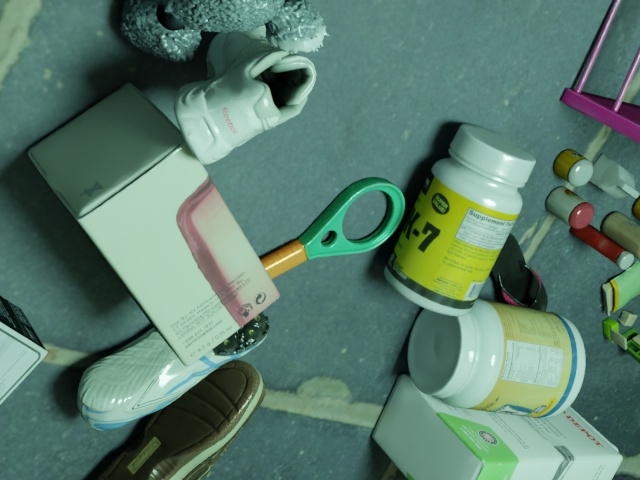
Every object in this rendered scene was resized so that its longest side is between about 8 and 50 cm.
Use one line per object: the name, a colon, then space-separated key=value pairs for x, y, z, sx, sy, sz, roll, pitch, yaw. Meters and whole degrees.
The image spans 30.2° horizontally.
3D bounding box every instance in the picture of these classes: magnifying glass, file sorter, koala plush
magnifying glass: x=0.000 y=0.000 z=1.388 sx=0.231 sy=0.026 sz=0.092 roll=-27 pitch=131 yaw=-16
file sorter: x=0.484 y=-0.182 z=1.419 sx=0.202 sy=0.290 sz=0.182 roll=7 pitch=112 yaw=-37
koala plush: x=-0.096 y=-0.252 z=1.019 sx=0.203 sy=0.221 sz=0.196 roll=-44 pitch=133 yaw=-2

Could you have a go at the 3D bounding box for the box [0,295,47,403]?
box: x=-0.422 y=0.081 z=1.109 sx=0.169 sy=0.087 sz=0.290 roll=-46 pitch=133 yaw=0

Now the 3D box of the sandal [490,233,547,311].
sandal: x=0.266 y=0.058 z=1.596 sx=0.067 sy=0.040 sz=0.179 roll=-40 pitch=133 yaw=-5

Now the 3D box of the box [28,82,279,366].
box: x=-0.162 y=-0.014 z=1.182 sx=0.127 sy=0.148 sz=0.232 roll=-36 pitch=133 yaw=-9

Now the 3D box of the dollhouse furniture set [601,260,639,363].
dollhouse furniture set: x=0.465 y=0.114 z=1.758 sx=0.076 sy=0.058 sz=0.152 roll=-29 pitch=131 yaw=-16

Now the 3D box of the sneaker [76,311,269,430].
sneaker: x=-0.166 y=0.137 z=1.337 sx=0.237 sy=0.085 sz=0.086 roll=-26 pitch=157 yaw=-23

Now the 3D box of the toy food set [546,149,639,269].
toy food set: x=0.400 y=-0.032 z=1.584 sx=0.232 sy=0.104 sz=0.111 roll=27 pitch=102 yaw=-42

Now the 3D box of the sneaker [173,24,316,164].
sneaker: x=-0.052 y=-0.149 z=1.120 sx=0.115 sy=0.232 sz=0.090 roll=-15 pitch=118 yaw=19

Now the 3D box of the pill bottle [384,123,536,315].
pill bottle: x=0.169 y=-0.025 z=1.421 sx=0.119 sy=0.119 sz=0.208 roll=10 pitch=112 yaw=-38

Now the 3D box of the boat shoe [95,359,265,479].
boat shoe: x=-0.161 y=0.244 z=1.407 sx=0.257 sy=0.095 sz=0.095 roll=-41 pitch=148 yaw=3

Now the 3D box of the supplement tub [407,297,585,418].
supplement tub: x=0.230 y=0.153 z=1.554 sx=0.199 sy=0.144 sz=0.144 roll=11 pitch=112 yaw=-28

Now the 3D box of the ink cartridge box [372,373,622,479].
ink cartridge box: x=0.242 y=0.283 z=1.621 sx=0.273 sy=0.198 sz=0.115 roll=7 pitch=115 yaw=-37
